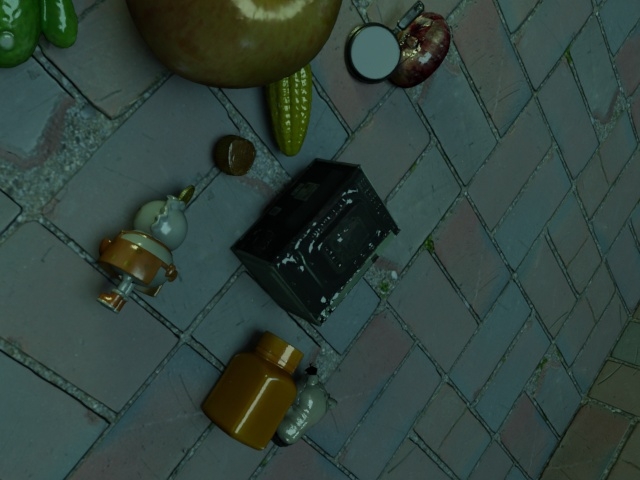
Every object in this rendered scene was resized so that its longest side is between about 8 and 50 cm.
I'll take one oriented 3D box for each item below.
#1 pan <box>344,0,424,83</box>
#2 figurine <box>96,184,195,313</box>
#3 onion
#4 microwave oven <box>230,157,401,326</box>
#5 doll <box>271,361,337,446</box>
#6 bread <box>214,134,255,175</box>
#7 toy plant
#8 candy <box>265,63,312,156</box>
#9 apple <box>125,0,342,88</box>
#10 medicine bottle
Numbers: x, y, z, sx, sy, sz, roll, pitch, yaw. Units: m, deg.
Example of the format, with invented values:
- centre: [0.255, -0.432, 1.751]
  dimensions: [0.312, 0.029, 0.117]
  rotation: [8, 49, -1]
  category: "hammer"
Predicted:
- centre: [0.156, -0.462, 1.369]
  dimensions: [0.235, 0.028, 0.136]
  rotation: [-46, 110, -3]
  category: "pan"
- centre: [-0.307, 0.012, 1.101]
  dimensions: [0.271, 0.143, 0.143]
  rotation: [-45, 124, -19]
  category: "figurine"
- centre: [0.256, -0.454, 1.446]
  dimensions: [0.151, 0.098, 0.205]
  rotation: [29, 82, -37]
  category: "onion"
- centre: [0.000, 0.000, 1.305]
  dimensions: [0.295, 0.181, 0.237]
  rotation: [-48, 126, -18]
  category: "microwave oven"
- centre: [-0.050, 0.399, 1.418]
  dimensions: [0.192, 0.095, 0.149]
  rotation: [-46, 122, -17]
  category: "doll"
- centre: [-0.175, -0.172, 1.210]
  dimensions: [0.085, 0.053, 0.085]
  rotation: [-19, 115, -46]
  category: "bread"
- centre: [-0.457, -0.414, 0.885]
  dimensions: [0.224, 0.184, 0.315]
  rotation: [12, 109, -34]
  category: "toy plant"
- centre: [-0.064, -0.273, 1.243]
  dimensions: [0.094, 0.106, 0.198]
  rotation: [-10, 113, -18]
  category: "candy"
- centre: [-0.136, -0.444, 0.991]
  dimensions: [0.391, 0.346, 0.391]
  rotation: [-9, 108, -30]
  category: "apple"
- centre: [-0.134, 0.316, 1.295]
  dimensions: [0.112, 0.149, 0.222]
  rotation: [42, 74, -37]
  category: "medicine bottle"
